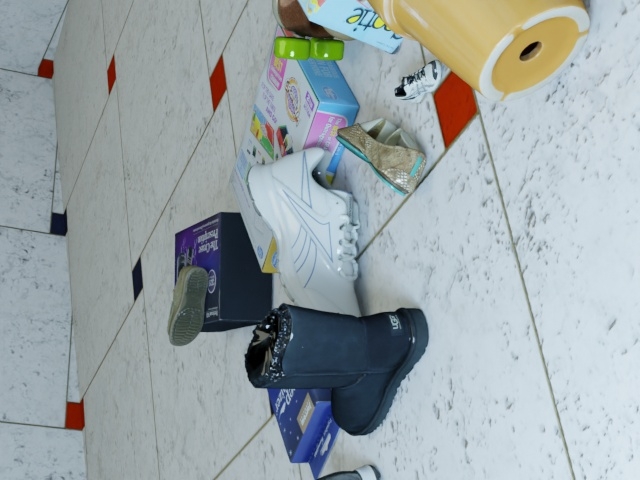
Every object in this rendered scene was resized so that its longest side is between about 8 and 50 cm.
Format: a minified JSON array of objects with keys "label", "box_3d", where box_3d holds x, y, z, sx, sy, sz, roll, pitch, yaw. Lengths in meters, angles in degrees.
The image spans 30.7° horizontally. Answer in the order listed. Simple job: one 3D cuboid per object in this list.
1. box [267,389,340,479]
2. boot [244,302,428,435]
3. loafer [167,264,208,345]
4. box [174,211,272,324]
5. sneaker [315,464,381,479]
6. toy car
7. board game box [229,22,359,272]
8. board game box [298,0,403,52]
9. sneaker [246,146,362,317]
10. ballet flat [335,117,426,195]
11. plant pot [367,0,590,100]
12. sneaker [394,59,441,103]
[{"label":"box","box_3d":[-0.031,0.233,1.752,0.225,0.036,0.136,-114,35,-45]},{"label":"boot","box_3d":[-0.001,0.164,1.474,0.246,0.207,0.094,118,146,-46]},{"label":"loafer","box_3d":[-0.221,0.106,1.944,0.050,0.056,0.148,47,122,58]},{"label":"box","box_3d":[-0.172,0.060,2.026,0.261,0.103,0.184,160,109,-65]},{"label":"sneaker","box_3d":[0.017,0.410,1.522,0.078,0.106,0.234,-175,89,-68]},{"label":"toy car","box_3d":[0.042,-0.319,1.597,0.188,0.149,0.155,15,106,37]},{"label":"board game box","box_3d":[-0.050,-0.144,1.811,0.242,0.064,0.317,-113,35,-46]},{"label":"board game box","box_3d":[0.091,-0.368,1.284,0.275,0.144,0.142,-47,52,27]},{"label":"sneaker","box_3d":[0.000,0.000,1.613,0.129,0.111,0.297,-28,73,16]},{"label":"ballet flat","box_3d":[0.084,-0.120,1.518,0.067,0.073,0.206,-53,33,6]},{"label":"plant pot","box_3d":[0.168,-0.250,1.182,0.188,0.205,0.205,60,142,28]},{"label":"sneaker","box_3d":[0.121,-0.197,1.457,0.083,0.037,0.032,132,138,-53]}]
